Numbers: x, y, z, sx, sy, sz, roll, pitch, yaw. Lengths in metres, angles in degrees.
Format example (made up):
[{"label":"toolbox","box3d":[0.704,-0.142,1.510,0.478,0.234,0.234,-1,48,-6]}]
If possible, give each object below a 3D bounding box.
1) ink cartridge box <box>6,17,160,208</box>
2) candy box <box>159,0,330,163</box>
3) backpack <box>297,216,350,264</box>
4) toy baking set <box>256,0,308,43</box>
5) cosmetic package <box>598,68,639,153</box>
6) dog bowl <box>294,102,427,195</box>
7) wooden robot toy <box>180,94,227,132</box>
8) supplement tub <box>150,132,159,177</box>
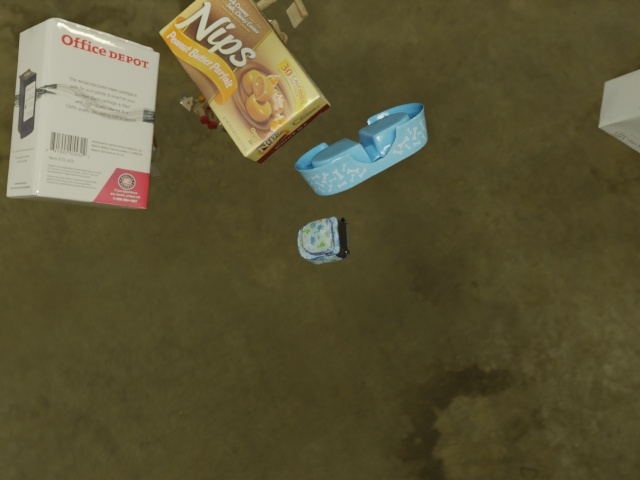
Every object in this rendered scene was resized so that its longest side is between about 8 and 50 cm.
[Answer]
[{"label":"ink cartridge box","box3d":[-0.335,-0.170,0.984,0.172,0.100,0.237,6,87,-47]},{"label":"candy box","box3d":[-0.147,-0.330,1.326,0.183,0.087,0.316,-37,77,10]},{"label":"backpack","box3d":[0.000,0.000,1.640,0.084,0.114,0.105,24,56,-53]},{"label":"toy baking set","box3d":[-0.135,-0.577,1.703,0.256,0.197,0.030,42,16,32]},{"label":"cosmetic package","box3d":[0.510,-0.192,0.929,0.117,0.231,0.086,22,71,-25]},{"label":"dog bowl","box3d":[0.094,-0.188,1.440,0.297,0.166,0.074,-30,112,-8]},{"label":"wooden robot toy","box3d":[-0.248,-0.310,1.617,0.173,0.079,0.076,30,23,-50]},{"label":"supplement tub","box3d":[-0.414,-0.218,1.412,0.144,0.144,0.200,-16,101,-23]}]
